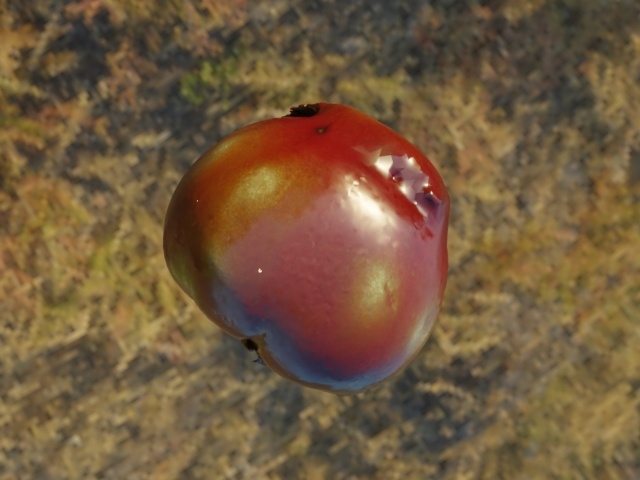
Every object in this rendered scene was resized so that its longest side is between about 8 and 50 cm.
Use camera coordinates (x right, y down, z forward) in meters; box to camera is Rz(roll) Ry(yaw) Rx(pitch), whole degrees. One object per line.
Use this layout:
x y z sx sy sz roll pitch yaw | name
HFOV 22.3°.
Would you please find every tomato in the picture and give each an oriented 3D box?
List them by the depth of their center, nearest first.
0.000 0.000 0.466 0.075 0.087 0.087 -54 150 2 | tomato
